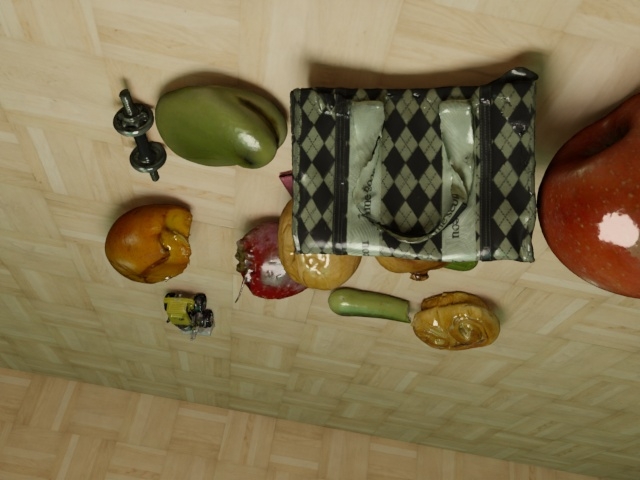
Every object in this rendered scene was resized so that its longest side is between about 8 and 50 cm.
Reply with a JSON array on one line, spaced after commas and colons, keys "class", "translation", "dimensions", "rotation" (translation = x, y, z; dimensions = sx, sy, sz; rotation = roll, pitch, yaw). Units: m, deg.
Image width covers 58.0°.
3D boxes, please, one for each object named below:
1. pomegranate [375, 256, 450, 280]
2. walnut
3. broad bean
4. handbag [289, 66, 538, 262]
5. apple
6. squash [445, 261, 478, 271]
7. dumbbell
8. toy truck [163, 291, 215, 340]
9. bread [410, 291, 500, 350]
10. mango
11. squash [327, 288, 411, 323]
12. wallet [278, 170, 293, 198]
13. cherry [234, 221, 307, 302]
[{"class": "pomegranate", "translation": [0.192, -0.020, 1.190], "dimensions": [0.215, 0.216, 0.215], "rotation": [7, 148, 4]}, {"class": "walnut", "translation": [0.000, 0.000, 1.250], "dimensions": [0.192, 0.193, 0.226], "rotation": [7, 124, 5]}, {"class": "broad bean", "translation": [-0.198, -0.210, 1.091], "dimensions": [0.262, 0.121, 0.189], "rotation": [1, 143, 17]}, {"class": "handbag", "translation": [0.162, -0.129, 0.991], "dimensions": [0.415, 0.180, 0.317], "rotation": [3, 104, 13]}, {"class": "apple", "translation": [0.526, -0.076, 0.919], "dimensions": [0.277, 0.349, 0.348], "rotation": [43, 139, -10]}, {"class": "squash", "translation": [0.267, 0.024, 1.380], "dimensions": [0.238, 0.069, 0.069], "rotation": [15, 148, -10]}, {"class": "dumbbell", "translation": [-0.365, -0.205, 1.175], "dimensions": [0.081, 0.082, 0.254], "rotation": [7, 147, 4]}, {"class": "toy truck", "translation": [-0.431, 0.256, 1.894], "dimensions": [0.136, 0.111, 0.286], "rotation": [3, 150, 7]}, {"class": "bread", "translation": [0.384, 0.235, 1.633], "dimensions": [0.236, 0.120, 0.198], "rotation": [-16, 139, 35]}, {"class": "mango", "translation": [-0.433, 0.014, 1.467], "dimensions": [0.350, 0.201, 0.199], "rotation": [-19, 102, 50]}, {"class": "squash", "translation": [0.144, 0.188, 1.669], "dimensions": [0.249, 0.083, 0.083], "rotation": [9, 148, -5]}, {"class": "wallet", "translation": [0.005, -0.085, 1.321], "dimensions": [0.119, 0.025, 0.232], "rotation": [-6, 144, 24]}, {"class": "cherry", "translation": [-0.086, 0.050, 1.416], "dimensions": [0.249, 0.192, 0.175], "rotation": [0, -174, -3]}]
